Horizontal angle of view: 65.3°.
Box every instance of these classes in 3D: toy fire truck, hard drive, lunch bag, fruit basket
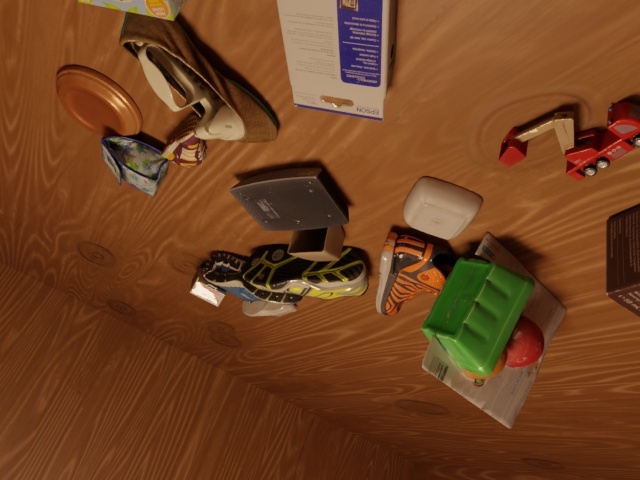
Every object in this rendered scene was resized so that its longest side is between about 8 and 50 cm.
[{"bbox_3d":[0.390,-0.159,0.776,0.135,0.047,0.192,28,149,-10],"label":"toy fire truck"},{"bbox_3d":[-0.070,-0.094,1.153,0.255,0.054,0.172,-4,140,36],"label":"hard drive"},{"bbox_3d":[-0.448,-0.183,1.192,0.151,0.096,0.129,29,159,-13],"label":"lunch bag"},{"bbox_3d":[0.394,0.208,1.121,0.353,0.327,0.165,38,166,-33],"label":"fruit basket"}]

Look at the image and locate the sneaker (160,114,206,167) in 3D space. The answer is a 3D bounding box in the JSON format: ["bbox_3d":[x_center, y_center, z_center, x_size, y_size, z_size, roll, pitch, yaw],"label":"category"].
[{"bbox_3d":[-0.278,-0.212,1.094,0.084,0.069,0.185,28,156,-30],"label":"sneaker"}]

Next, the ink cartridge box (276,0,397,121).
[{"bbox_3d":[0.024,-0.325,0.716,0.165,0.065,0.332,13,148,13],"label":"ink cartridge box"}]

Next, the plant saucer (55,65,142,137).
[{"bbox_3d":[-0.498,-0.295,1.113,0.200,0.037,0.200,16,150,9],"label":"plant saucer"}]

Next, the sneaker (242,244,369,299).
[{"bbox_3d":[-0.048,0.107,1.384,0.385,0.145,0.147,4,146,30],"label":"sneaker"}]

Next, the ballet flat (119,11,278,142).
[{"bbox_3d":[-0.219,-0.265,0.903,0.116,0.124,0.342,-8,140,40],"label":"ballet flat"}]

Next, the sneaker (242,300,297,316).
[{"bbox_3d":[-0.180,0.240,1.758,0.212,0.080,0.094,-5,153,35],"label":"sneaker"}]

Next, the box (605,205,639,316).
[{"bbox_3d":[0.614,0.029,0.822,0.168,0.167,0.203,29,149,-14],"label":"box"}]

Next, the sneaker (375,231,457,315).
[{"bbox_3d":[0.237,0.113,1.235,0.180,0.124,0.321,14,149,14],"label":"sneaker"}]

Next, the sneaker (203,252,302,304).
[{"bbox_3d":[-0.195,0.128,1.555,0.330,0.129,0.147,14,161,24],"label":"sneaker"}]

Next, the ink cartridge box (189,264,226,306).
[{"bbox_3d":[-0.367,0.153,1.641,0.104,0.061,0.181,30,-174,-16],"label":"ink cartridge box"}]

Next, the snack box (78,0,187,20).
[{"bbox_3d":[-0.302,-0.441,0.723,0.175,0.070,0.207,14,151,10],"label":"snack box"}]

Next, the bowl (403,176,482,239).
[{"bbox_3d":[0.245,-0.056,1.029,0.142,0.053,0.142,19,151,0],"label":"bowl"}]

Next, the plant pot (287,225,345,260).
[{"bbox_3d":[0.000,0.000,1.226,0.109,0.109,0.096,-4,152,36],"label":"plant pot"}]
